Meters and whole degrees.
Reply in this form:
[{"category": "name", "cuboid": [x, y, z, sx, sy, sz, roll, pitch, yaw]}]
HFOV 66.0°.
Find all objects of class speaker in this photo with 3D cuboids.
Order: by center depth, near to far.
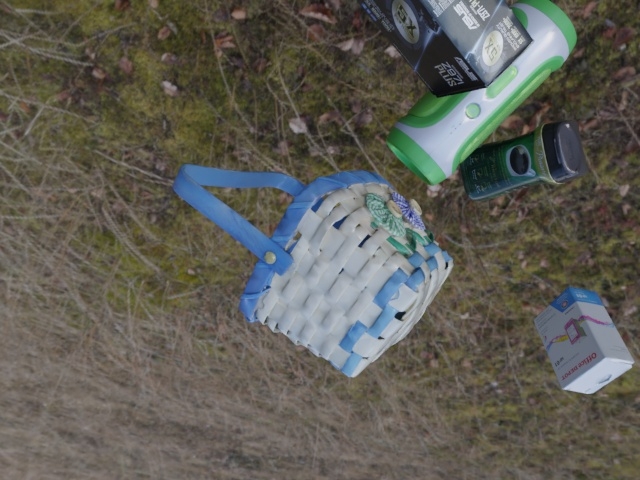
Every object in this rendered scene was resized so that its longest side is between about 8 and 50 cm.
[{"category": "speaker", "cuboid": [0.243, -0.227, 0.769, 0.296, 0.131, 0.131, -46, 124, 8]}]

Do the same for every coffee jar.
[{"category": "coffee jar", "cuboid": [0.320, -0.125, 0.786, 0.079, 0.096, 0.185, -11, 180, -40]}]

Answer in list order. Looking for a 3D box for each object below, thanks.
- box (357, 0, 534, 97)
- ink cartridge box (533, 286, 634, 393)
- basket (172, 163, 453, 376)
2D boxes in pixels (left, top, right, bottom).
[{"category": "box", "cuboid": [0.142, -0.271, 0.598, 0.180, 0.077, 0.147, 45, 180, -16]}, {"category": "ink cartridge box", "cuboid": [0.369, 0.142, 0.702, 0.052, 0.122, 0.088, 11, 133, -15]}, {"category": "basket", "cuboid": [0.000, 0.000, 0.589, 0.289, 0.255, 0.200, 34, 110, 18]}]
